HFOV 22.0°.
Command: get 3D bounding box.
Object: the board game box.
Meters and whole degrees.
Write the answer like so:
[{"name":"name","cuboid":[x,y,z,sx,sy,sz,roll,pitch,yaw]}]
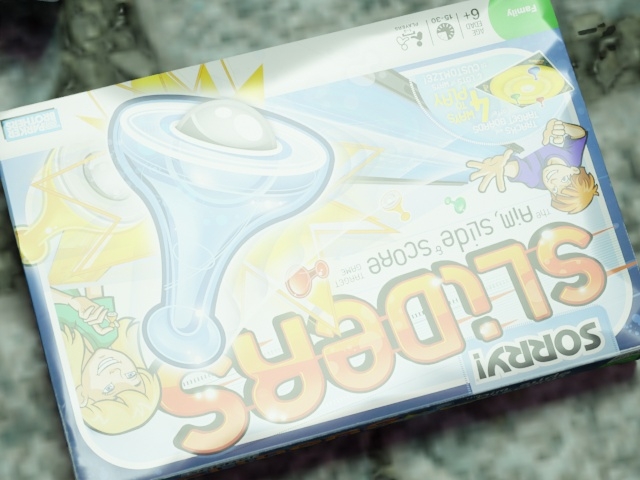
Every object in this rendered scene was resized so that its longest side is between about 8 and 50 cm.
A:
[{"name":"board game box","cuboid":[0.000,0.000,0.567,0.201,0.035,0.136,-15,78,-8]}]
